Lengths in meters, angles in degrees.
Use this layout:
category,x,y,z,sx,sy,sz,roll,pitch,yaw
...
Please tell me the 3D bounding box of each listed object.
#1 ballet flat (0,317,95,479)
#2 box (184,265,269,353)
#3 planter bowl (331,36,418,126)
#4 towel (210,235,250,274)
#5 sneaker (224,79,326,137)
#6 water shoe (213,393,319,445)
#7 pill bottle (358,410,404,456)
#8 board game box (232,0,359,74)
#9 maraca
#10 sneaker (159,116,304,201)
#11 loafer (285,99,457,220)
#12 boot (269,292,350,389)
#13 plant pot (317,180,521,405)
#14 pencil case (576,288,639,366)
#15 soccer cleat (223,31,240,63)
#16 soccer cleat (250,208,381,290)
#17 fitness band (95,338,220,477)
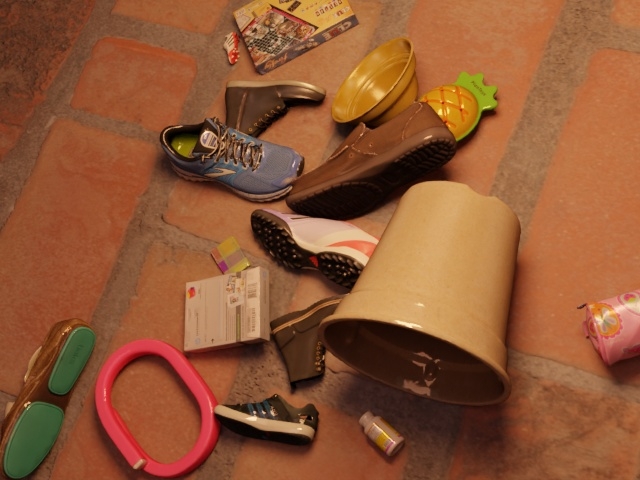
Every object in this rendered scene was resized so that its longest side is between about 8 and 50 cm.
category,x,y,z,sx,sy,sz,roll,pitch,yaw
ballet flat,-0.578,0.315,1.793,0.124,0.116,0.342,10,73,42
box,-0.186,0.139,1.730,0.186,0.038,0.145,-13,67,28
planter bowl,0.130,-0.295,1.752,0.217,0.090,0.217,-38,29,25
towel,-0.186,0.035,1.806,0.060,0.009,0.083,-36,65,3
sneaker,-0.097,-0.275,1.859,0.222,0.083,0.118,3,87,17
water shoe,-0.100,0.330,1.652,0.203,0.073,0.080,10,53,17
pill bottle,0.109,0.347,1.579,0.083,0.043,0.043,41,87,26
board game box,-0.057,-0.491,1.931,0.243,0.042,0.165,-26,65,8
maraca,0.259,-0.258,1.713,0.186,0.099,0.127,-38,68,-4
sneaker,-0.191,-0.171,1.805,0.330,0.147,0.129,10,75,21
loafer,0.092,-0.152,1.698,0.366,0.134,0.130,-24,57,24
boot,0.011,0.188,1.660,0.198,0.077,0.137,-25,69,23
plant pot,0.202,0.079,1.518,0.334,0.334,0.305,11,64,22
pencil case,0.585,0.121,1.463,0.284,0.124,0.124,-19,67,12
soccer cleat,-0.202,-0.431,1.967,0.036,0.029,0.083,-9,65,25
soccer cleat,0.000,0.000,1.719,0.318,0.108,0.116,22,46,34
fitness band,-0.323,0.327,1.725,0.209,0.054,0.291,-43,65,0
